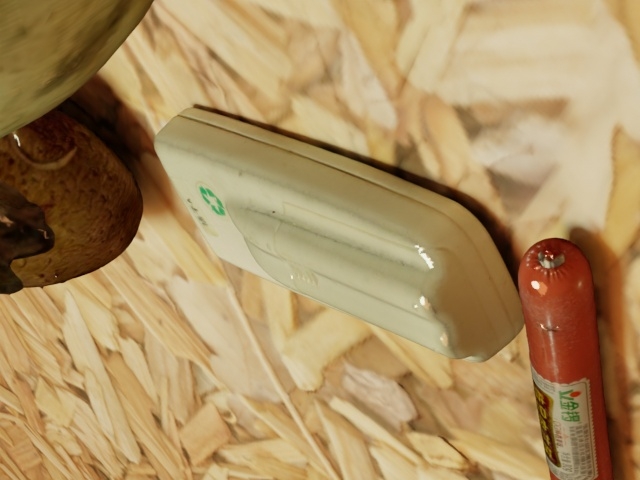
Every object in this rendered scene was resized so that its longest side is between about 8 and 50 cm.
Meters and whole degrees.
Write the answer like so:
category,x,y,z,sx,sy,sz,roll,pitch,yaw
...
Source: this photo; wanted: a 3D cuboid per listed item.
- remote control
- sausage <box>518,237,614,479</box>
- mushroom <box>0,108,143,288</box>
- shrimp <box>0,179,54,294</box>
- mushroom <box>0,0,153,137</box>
category,x,y,z,sx,sy,sz,roll,pitch,yaw
remote control,0.001,-0.001,0.899,0.230,0.049,0.090,22,148,51
sausage,0.112,0.071,0.844,0.034,0.034,0.253,33,158,30
mushroom,-0.213,-0.045,1.105,0.231,0.138,0.194,30,156,37
shrimp,-0.206,-0.029,0.550,0.296,0.058,0.169,24,158,11
mushroom,-0.190,-0.177,0.614,0.352,0.260,0.352,28,151,17
